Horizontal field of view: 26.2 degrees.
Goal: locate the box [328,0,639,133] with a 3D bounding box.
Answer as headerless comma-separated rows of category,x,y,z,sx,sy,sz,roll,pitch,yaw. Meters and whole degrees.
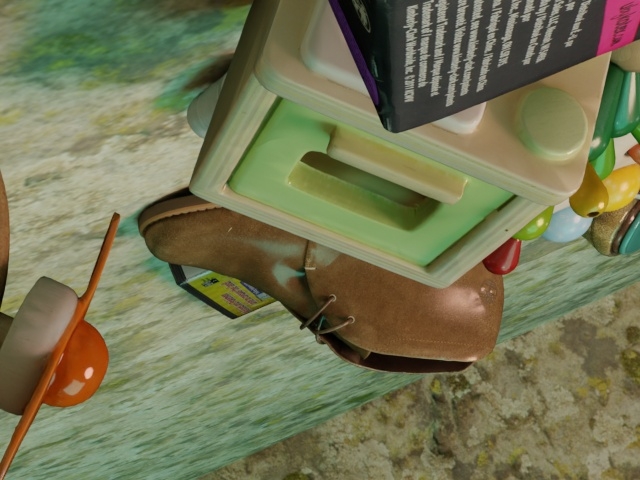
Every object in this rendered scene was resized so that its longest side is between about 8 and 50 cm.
box,0.115,-0.172,0.460,0.270,0.165,0.143,-22,168,-2

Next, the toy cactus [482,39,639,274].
toy cactus,0.173,-0.083,0.765,0.219,0.112,0.180,-34,153,-26

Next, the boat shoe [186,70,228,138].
boat shoe,-0.008,-0.080,0.890,0.063,0.066,0.184,-14,178,40

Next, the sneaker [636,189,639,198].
sneaker,0.379,-0.102,1.429,0.271,0.100,0.108,-12,176,-23

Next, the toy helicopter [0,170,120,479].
toy helicopter,-0.193,0.087,0.581,0.235,0.355,0.140,1,160,-18

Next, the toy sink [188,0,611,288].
toy sink,0.045,-0.083,0.645,0.153,0.131,0.234,21,156,-10

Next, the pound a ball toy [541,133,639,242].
pound a ball toy,0.245,-0.104,1.052,0.208,0.136,0.319,-17,167,-23

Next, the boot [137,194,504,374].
boot,0.005,0.033,1.081,0.305,0.115,0.112,10,161,-14

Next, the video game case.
video game case,0.000,0.000,1.307,0.248,0.035,0.275,-23,169,2

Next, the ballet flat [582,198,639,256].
ballet flat,0.376,-0.044,1.603,0.123,0.123,0.348,-29,165,30
